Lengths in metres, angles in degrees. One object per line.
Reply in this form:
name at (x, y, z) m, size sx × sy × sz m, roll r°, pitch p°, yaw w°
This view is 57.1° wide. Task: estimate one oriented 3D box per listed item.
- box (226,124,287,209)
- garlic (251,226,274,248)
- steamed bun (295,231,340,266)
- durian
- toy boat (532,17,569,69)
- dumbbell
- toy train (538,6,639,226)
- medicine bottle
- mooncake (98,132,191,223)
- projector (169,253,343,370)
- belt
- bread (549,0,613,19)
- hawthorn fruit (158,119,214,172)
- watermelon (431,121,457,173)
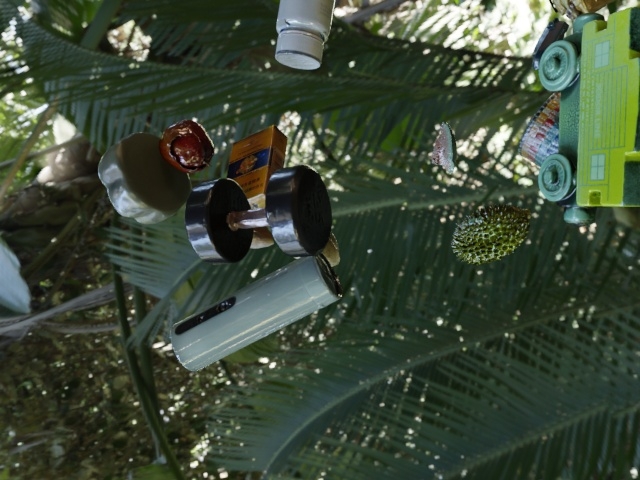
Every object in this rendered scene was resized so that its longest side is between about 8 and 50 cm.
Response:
box at (-0.175, -0.179, 1.557) m, size 0.070 × 0.152 × 0.237 m, roll 42°, pitch -139°, yaw -41°
garlic at (-0.241, -0.046, 1.861) m, size 0.101 × 0.087 × 0.196 m, roll -23°, pitch -117°, yaw -36°
steamed bun at (-0.023, -0.002, 2.103) m, size 0.212 × 0.110 × 0.231 m, roll -25°, pitch -98°, yaw -47°
durian at (0.388, -0.020, 1.415) m, size 0.095 × 0.220 × 0.137 m, roll 33°, pitch -118°, yaw -24°
toy boat at (0.594, -0.508, 1.538) m, size 0.060 × 0.055 × 0.141 m, roll 33°, pitch -95°, yaw -37°
dumbbell at (-0.105, -0.041, 1.010) m, size 0.152 × 0.218 × 0.153 m, roll -6°, pitch -90°, yaw -65°
toy train at (0.583, -0.247, 1.182) m, size 0.272 × 0.179 × 0.443 m, roll -169°, pitch 79°, yaw -69°
medicine bottle at (-0.038, -0.589, 1.524) m, size 0.143 × 0.143 × 0.258 m, roll 13°, pitch -95°, yaw -67°
mooncake at (-0.505, -0.175, 1.687) m, size 0.275 × 0.135 × 0.275 m, roll 40°, pitch -141°, yaw -42°
projector at (-0.125, 0.137, 1.132) m, size 0.108 × 0.337 × 0.108 m, roll 57°, pitch -166°, yaw -22°
belt at (0.621, -0.298, 1.464) m, size 0.160 × 0.295 × 0.207 m, roll 39°, pitch 159°, yaw 26°
bread at (0.811, -0.851, 1.778) m, size 0.278 × 0.324 × 0.167 m, roll 52°, pitch -179°, yaw -18°
hawthorn fruit at (-0.368, -0.256, 1.658) m, size 0.172 × 0.148 × 0.148 m, roll 46°, pitch -164°, yaw 13°
watermelon at (0.403, -0.296, 1.871) m, size 0.101 × 0.080 × 0.155 m, roll -45°, pitch -33°, yaw -78°
